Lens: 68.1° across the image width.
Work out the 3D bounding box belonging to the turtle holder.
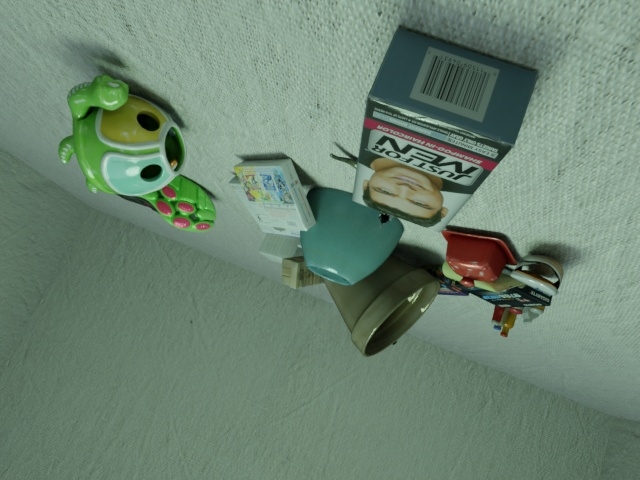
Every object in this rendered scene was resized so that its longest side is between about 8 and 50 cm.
[{"bbox_3d":[-0.463,-0.259,1.146,0.228,0.243,0.320,6,123,8],"label":"turtle holder"}]

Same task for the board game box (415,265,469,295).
[{"bbox_3d":[0.391,0.135,1.572,0.141,0.048,0.170,28,165,-18],"label":"board game box"}]

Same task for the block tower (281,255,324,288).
[{"bbox_3d":[0.005,0.099,1.684,0.097,0.090,0.336,9,-171,42],"label":"block tower"}]

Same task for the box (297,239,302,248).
[{"bbox_3d":[0.000,0.000,1.569,0.101,0.101,0.087,33,166,-34],"label":"box"}]

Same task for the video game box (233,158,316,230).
[{"bbox_3d":[-0.122,-0.121,1.242,0.205,0.048,0.187,9,131,46],"label":"video game box"}]

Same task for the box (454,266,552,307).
[{"bbox_3d":[0.519,0.136,1.361,0.175,0.051,0.220,25,166,-10],"label":"box"}]

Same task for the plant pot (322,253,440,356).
[{"bbox_3d":[0.165,0.152,1.492,0.280,0.323,0.323,47,177,26],"label":"plant pot"}]

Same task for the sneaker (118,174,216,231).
[{"bbox_3d":[-0.603,-0.189,1.756,0.483,0.185,0.202,28,-176,-9],"label":"sneaker"}]

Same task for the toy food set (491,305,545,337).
[{"bbox_3d":[0.610,0.239,1.495,0.111,0.104,0.232,23,167,0],"label":"toy food set"}]

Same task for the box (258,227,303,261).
[{"bbox_3d":[-0.124,0.020,1.784,0.171,0.130,0.091,14,163,35],"label":"box"}]

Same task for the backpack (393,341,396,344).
[{"bbox_3d":[0.179,0.245,1.830,0.213,0.263,0.276,-10,123,-4],"label":"backpack"}]

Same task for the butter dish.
[{"bbox_3d":[0.372,0.056,1.151,0.160,0.118,0.160,13,163,39],"label":"butter dish"}]

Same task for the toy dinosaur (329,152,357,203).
[{"bbox_3d":[0.132,-0.111,1.031,0.268,0.064,0.118,26,160,-4],"label":"toy dinosaur"}]

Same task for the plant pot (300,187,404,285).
[{"bbox_3d":[0.061,0.010,1.312,0.290,0.195,0.290,21,166,6],"label":"plant pot"}]

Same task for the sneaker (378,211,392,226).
[{"bbox_3d":[0.160,-0.060,1.149,0.038,0.069,0.098,18,166,21],"label":"sneaker"}]

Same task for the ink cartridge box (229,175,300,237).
[{"bbox_3d":[-0.151,-0.102,1.410,0.206,0.045,0.208,8,138,45],"label":"ink cartridge box"}]

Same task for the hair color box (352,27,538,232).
[{"bbox_3d":[0.163,-0.140,0.748,0.186,0.113,0.374,21,167,6],"label":"hair color box"}]

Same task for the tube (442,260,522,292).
[{"bbox_3d":[0.417,0.096,1.246,0.062,0.070,0.240,38,172,-23],"label":"tube"}]

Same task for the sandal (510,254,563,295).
[{"bbox_3d":[0.509,0.069,1.101,0.102,0.076,0.265,27,-170,23],"label":"sandal"}]
